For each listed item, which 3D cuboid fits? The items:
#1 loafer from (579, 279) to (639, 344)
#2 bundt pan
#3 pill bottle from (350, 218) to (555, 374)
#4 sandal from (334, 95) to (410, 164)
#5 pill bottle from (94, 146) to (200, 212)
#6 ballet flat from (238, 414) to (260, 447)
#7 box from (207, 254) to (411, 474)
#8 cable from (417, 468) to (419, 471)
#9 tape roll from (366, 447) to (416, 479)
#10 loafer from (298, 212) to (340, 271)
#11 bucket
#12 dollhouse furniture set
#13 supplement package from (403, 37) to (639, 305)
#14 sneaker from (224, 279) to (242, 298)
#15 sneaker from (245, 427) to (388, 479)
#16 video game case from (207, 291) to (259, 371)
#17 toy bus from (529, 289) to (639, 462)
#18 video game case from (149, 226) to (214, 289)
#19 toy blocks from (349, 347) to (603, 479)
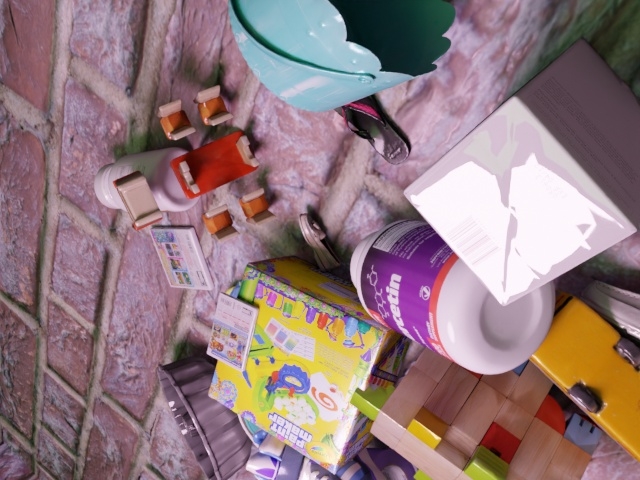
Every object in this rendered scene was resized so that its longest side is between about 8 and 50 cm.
[{"bbox_3d":[0.514,0.115,0.823,0.320,0.112,0.111,23,88,33],"label":"loafer"},{"bbox_3d":[-0.274,0.426,1.518,0.331,0.124,0.330,44,148,36],"label":"bundt pan"},{"bbox_3d":[0.173,0.067,0.925,0.323,0.182,0.181,18,131,64],"label":"pill bottle"},{"bbox_3d":[0.072,-0.193,1.002,0.179,0.040,0.067,47,133,5],"label":"sandal"},{"bbox_3d":[-0.370,-0.122,1.313,0.229,0.131,0.131,-1,114,37],"label":"pill bottle"},{"bbox_3d":[-0.111,0.424,1.449,0.139,0.139,0.400,-8,111,40],"label":"ballet flat"},{"bbox_3d":[-0.015,0.214,1.152,0.290,0.177,0.279,25,104,24],"label":"box"},{"bbox_3d":[0.269,0.487,1.256,0.151,0.047,0.184,-20,105,47],"label":"cable"},{"bbox_3d":[0.118,0.530,1.288,0.080,0.189,0.188,-14,106,42],"label":"tape roll"},{"bbox_3d":[0.000,0.000,1.174,0.039,0.045,0.125,-15,113,24],"label":"loafer"},{"bbox_3d":[0.025,-0.314,0.821,0.183,0.281,0.281,-17,104,46],"label":"bucket"},{"bbox_3d":[-0.246,-0.120,1.160,0.261,0.259,0.135,67,165,-12],"label":"dollhouse furniture set"},{"bbox_3d":[0.269,-0.092,0.740,0.177,0.293,0.175,49,133,2],"label":"supplement package"},{"bbox_3d":[-0.117,0.181,1.329,0.240,0.091,0.126,43,132,10],"label":"sneaker"},{"bbox_3d":[-0.015,0.446,1.120,0.322,0.237,0.130,-123,43,-59],"label":"sneaker"},{"bbox_3d":[-0.159,0.164,1.121,0.087,0.011,0.121,20,103,29],"label":"video game case"},{"bbox_3d":[0.432,0.224,0.887,0.333,0.130,0.108,43,91,-2],"label":"toy bus"},{"bbox_3d":[-0.325,0.042,1.453,0.143,0.019,0.157,1,117,37],"label":"video game case"},{"bbox_3d":[0.275,0.278,0.987,0.381,0.261,0.190,34,148,17],"label":"toy blocks"}]
